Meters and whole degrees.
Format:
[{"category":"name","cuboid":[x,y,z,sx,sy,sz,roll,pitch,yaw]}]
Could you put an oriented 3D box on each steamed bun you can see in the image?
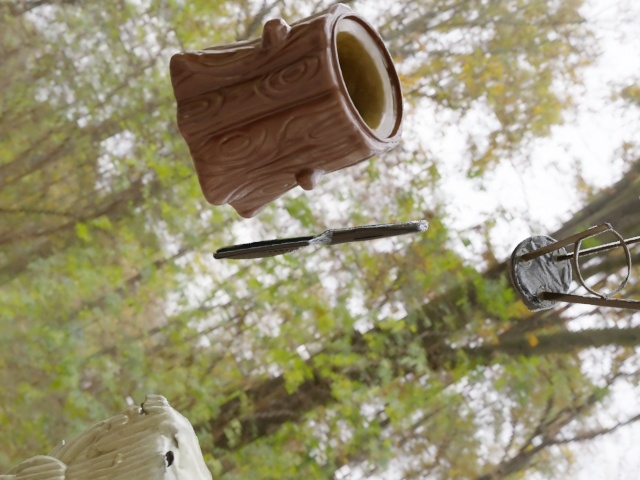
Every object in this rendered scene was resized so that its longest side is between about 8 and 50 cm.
[{"category":"steamed bun","cuboid":[-0.250,0.387,1.225,0.346,0.394,0.237,4,-53,41]}]

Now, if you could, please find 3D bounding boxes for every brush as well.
[{"category":"brush","cuboid":[0.000,0.000,0.925,0.063,0.193,0.016,-54,134,-81]}]

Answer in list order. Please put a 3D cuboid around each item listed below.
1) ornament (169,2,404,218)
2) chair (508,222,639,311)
[{"category":"ornament","cuboid":[-0.033,-0.167,1.233,0.217,0.235,0.221,-16,-59,30]},{"category":"chair","cuboid":[0.296,0.025,1.200,0.095,0.104,0.221,36,-21,-13]}]
